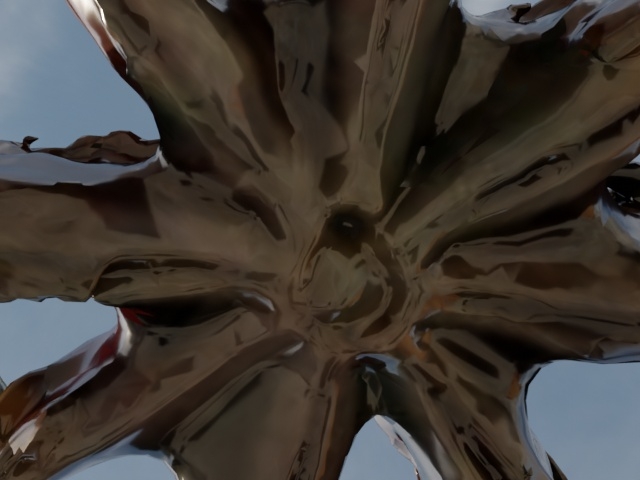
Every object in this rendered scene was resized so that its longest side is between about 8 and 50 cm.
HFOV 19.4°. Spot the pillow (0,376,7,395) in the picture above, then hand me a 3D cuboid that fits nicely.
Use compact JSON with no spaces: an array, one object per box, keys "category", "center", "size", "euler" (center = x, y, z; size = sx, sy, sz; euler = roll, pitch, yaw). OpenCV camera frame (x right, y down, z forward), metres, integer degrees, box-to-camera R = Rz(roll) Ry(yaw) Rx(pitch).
[{"category":"pillow","center":[-0.190,0.011,0.685],"size":[0.141,0.208,0.055],"euler":[12,-119,8]}]

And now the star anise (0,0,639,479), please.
[{"category":"star anise","center":[-0.001,0.001,0.442],"size":[0.288,0.088,0.288],"euler":[-1,-78,-6]}]
